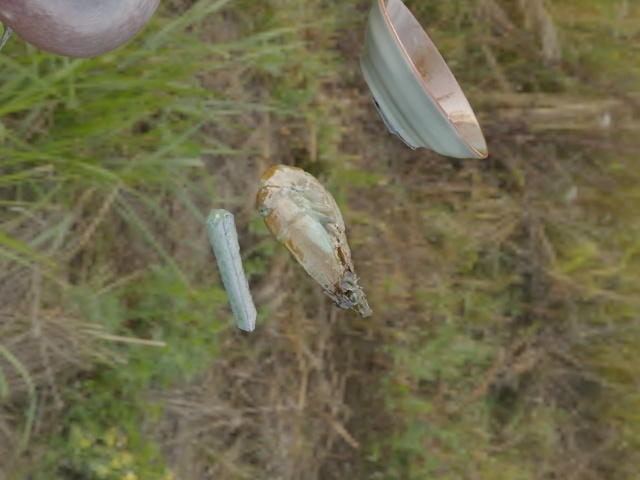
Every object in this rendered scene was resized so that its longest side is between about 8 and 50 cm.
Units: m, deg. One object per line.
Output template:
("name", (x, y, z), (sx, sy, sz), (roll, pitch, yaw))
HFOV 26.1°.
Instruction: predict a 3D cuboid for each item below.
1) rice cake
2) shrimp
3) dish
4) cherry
("rice cake", (-0.117, 0.043, 1.865), (0.033, 0.033, 0.208), (-55, 145, -40))
("shrimp", (0.000, 0.000, 1.418), (0.091, 0.043, 0.184), (-25, 82, -38))
("dish", (0.119, -0.201, 1.826), (0.260, 0.085, 0.260), (52, 17, -22))
("cherry", (-0.267, -0.328, 1.503), (0.307, 0.221, 0.261), (-64, -175, -1))
